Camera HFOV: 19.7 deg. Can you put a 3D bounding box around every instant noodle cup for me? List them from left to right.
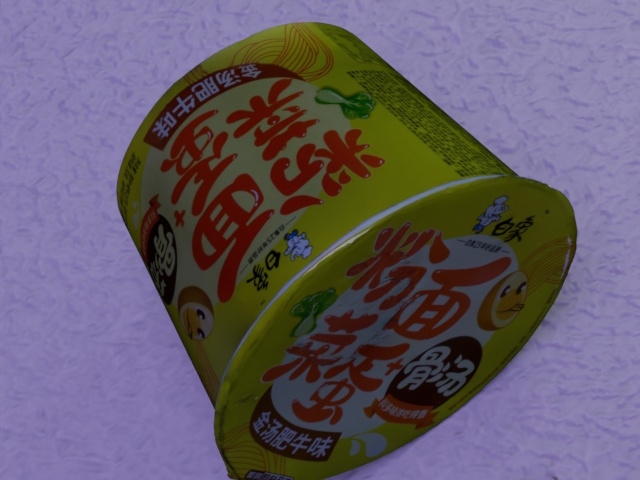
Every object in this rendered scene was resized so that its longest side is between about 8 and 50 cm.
[{"bbox_3d":[0.000,0.000,1.351,0.311,0.311,0.221,-37,58,-1],"label":"instant noodle cup"}]
